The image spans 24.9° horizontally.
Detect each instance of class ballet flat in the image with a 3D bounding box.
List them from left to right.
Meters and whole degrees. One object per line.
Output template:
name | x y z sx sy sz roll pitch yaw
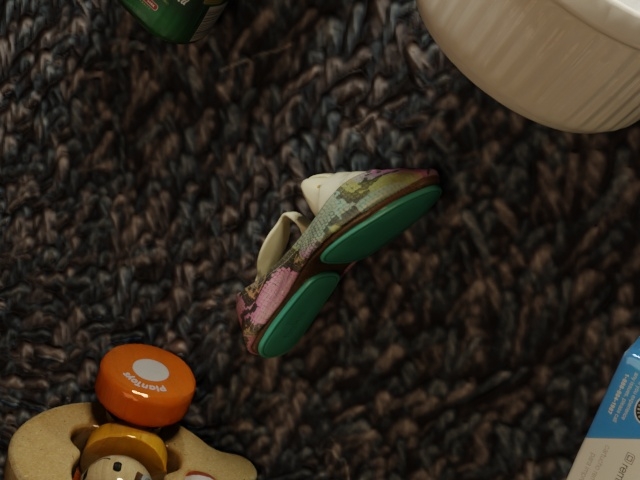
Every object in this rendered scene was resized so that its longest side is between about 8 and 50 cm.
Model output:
ballet flat | 0.000 0.000 1.114 0.221 0.077 0.079 -48 61 31

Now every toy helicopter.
toy helicopter | -0.101 0.243 1.142 0.355 0.235 0.140 30 117 17

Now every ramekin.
ramekin | 0.155 -0.163 0.902 0.207 0.207 0.109 45 130 9

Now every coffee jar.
coffee jar | -0.080 -0.240 1.071 0.096 0.079 0.184 45 120 8

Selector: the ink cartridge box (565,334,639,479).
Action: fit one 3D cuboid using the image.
ink cartridge box | 0.286 0.167 0.997 0.203 0.086 0.148 27 116 19
